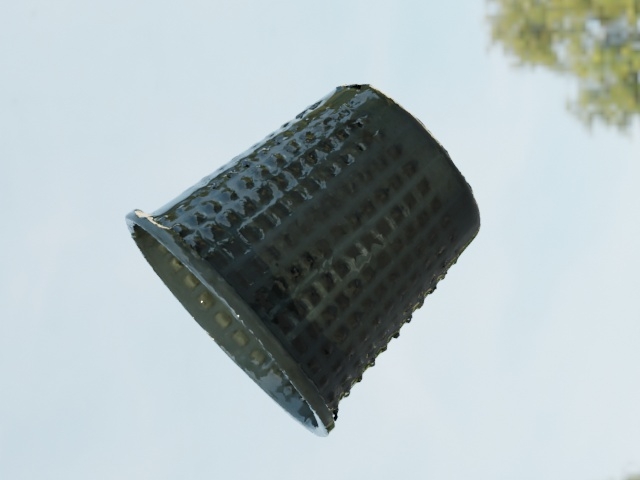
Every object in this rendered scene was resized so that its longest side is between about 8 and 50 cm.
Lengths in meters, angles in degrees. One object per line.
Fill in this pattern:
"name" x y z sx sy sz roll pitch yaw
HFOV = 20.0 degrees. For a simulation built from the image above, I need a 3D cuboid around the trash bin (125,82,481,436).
"trash bin" 0.000 0.000 1.057 0.161 0.175 0.175 -42 -39 -12
